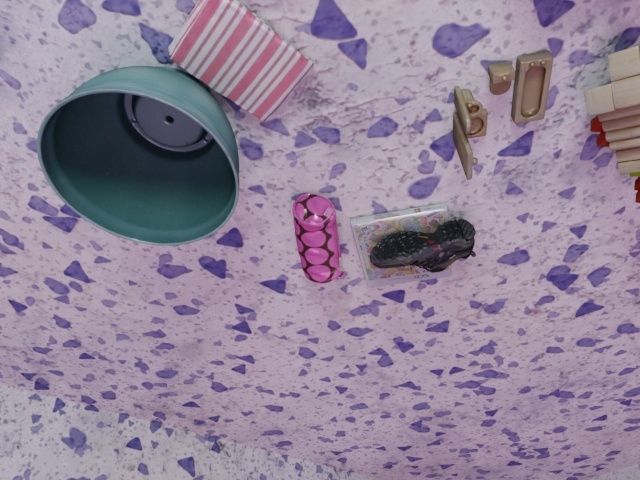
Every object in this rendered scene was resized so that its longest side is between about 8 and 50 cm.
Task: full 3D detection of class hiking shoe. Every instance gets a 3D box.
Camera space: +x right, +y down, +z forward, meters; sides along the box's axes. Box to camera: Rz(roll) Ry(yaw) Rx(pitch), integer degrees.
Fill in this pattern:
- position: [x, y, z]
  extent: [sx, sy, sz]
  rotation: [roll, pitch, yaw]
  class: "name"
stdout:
- position: [0.222, 0.035, 1.016]
  extent: [0.226, 0.086, 0.114]
  rotation: [-13, 132, 13]
  class: "hiking shoe"

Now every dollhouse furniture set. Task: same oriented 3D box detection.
- position: [0.305, -0.204, 0.777]
  extent: [0.151, 0.123, 0.144]
  rotation: [-7, 136, 8]
  class: "dollhouse furniture set"

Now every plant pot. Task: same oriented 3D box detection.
- position: [-0.267, -0.161, 0.779]
  extent: [0.292, 0.196, 0.293]
  rotation: [1, 135, 1]
  class: "plant pot"

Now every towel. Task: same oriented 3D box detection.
- position: [-0.126, -0.295, 0.763]
  extent: [0.197, 0.029, 0.144]
  rotation: [30, 130, -30]
  class: "towel"

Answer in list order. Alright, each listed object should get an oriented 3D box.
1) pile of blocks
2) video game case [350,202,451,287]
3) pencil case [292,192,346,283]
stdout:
- position: [0.551, -0.186, 0.819]
  extent: [0.362, 0.149, 0.112]
  rotation: [45, 154, -28]
  class: "pile of blocks"
- position: [0.190, 0.019, 1.080]
  extent: [0.206, 0.026, 0.227]
  rotation: [-9, 135, 10]
  class: "video game case"
- position: [0.000, 0.000, 1.018]
  extent: [0.098, 0.095, 0.209]
  rotation: [24, 147, 29]
  class: "pencil case"
